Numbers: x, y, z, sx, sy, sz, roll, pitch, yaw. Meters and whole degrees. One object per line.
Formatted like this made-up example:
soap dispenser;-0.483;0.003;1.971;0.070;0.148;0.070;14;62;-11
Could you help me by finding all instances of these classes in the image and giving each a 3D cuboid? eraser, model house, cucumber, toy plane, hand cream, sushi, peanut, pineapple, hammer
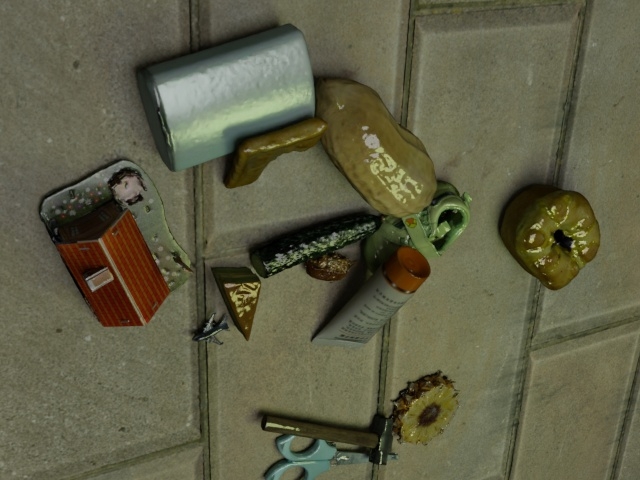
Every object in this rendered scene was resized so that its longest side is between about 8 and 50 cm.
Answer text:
eraser;-0.158;-0.249;1.493;0.289;0.104;0.189;-22;125;-20
model house;-0.336;0.031;1.499;0.207;0.154;0.294;-29;124;-14
cucumber;0.000;0.000;1.734;0.293;0.067;0.068;-21;122;-22
toy plane;-0.220;0.183;1.716;0.083;0.031;0.079;-20;122;-21
hand cream;0.117;0.143;1.816;0.139;0.089;0.314;13;132;-34
sushi;0.020;0.051;1.772;0.117;0.061;0.060;-11;146;-34
peanut;0.106;-0.174;1.638;0.340;0.158;0.174;42;58;-42
pineapple;0.256;0.425;2.105;0.221;0.047;0.221;-14;121;-24
hammer;0.021;0.438;1.953;0.365;0.043;0.111;18;80;-35

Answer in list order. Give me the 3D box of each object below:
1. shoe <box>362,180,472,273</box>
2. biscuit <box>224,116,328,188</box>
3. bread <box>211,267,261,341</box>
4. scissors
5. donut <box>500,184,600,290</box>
shoe;0.205;-0.027;1.817;0.262;0.128;0.140;-39;113;-11
biscuit;-0.083;-0.159;1.561;0.183;0.039;0.174;-22;167;-19
bread;-0.177;0.128;1.689;0.084;0.074;0.139;0;115;-30
scissors;0.040;0.516;2.031;0.360;0.029;0.191;6;106;-32
donut;0.541;-0.016;1.999;0.208;0.128;0.261;-43;127;-6
